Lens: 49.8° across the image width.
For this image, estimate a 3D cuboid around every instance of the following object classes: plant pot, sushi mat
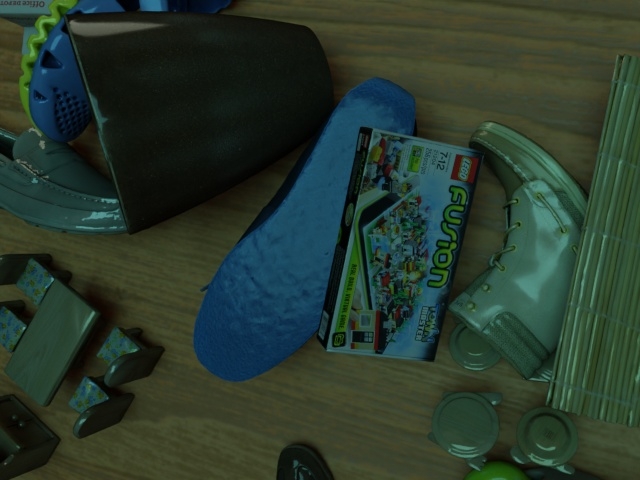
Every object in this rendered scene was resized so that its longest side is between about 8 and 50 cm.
[{"bbox_3d":[-0.111,-0.139,0.700,0.230,0.215,0.215,-17,83,-16],"label":"plant pot"},{"bbox_3d":[0.293,0.005,0.606,0.151,0.019,0.316,14,87,-17],"label":"sushi mat"}]

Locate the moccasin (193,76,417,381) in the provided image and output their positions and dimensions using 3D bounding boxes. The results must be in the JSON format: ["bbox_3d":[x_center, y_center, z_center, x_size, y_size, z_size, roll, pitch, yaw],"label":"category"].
[{"bbox_3d":[0.000,0.000,0.718,0.138,0.117,0.342,38,97,3],"label":"moccasin"}]

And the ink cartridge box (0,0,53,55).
[{"bbox_3d":[-0.347,-0.327,0.863,0.104,0.061,0.181,7,92,19],"label":"ink cartridge box"}]

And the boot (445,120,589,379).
[{"bbox_3d":[0.179,0.006,0.658,0.165,0.077,0.213,-42,81,2],"label":"boot"}]

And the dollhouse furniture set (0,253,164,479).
[{"bbox_3d":[-0.355,0.163,0.809,0.212,0.161,0.242,35,101,16],"label":"dollhouse furniture set"}]

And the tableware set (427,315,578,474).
[{"bbox_3d":[0.186,0.143,0.667,0.141,0.020,0.168,9,66,19],"label":"tableware set"}]

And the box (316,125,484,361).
[{"bbox_3d":[0.073,0.006,0.644,0.114,0.036,0.207,8,100,-17],"label":"box"}]

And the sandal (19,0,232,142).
[{"bbox_3d":[-0.213,-0.239,0.778,0.138,0.126,0.317,37,96,9],"label":"sandal"}]

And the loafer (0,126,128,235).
[{"bbox_3d":[-0.336,-0.081,0.832,0.319,0.112,0.111,15,103,19],"label":"loafer"}]

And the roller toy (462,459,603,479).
[{"bbox_3d":[0.218,0.316,0.618,0.209,0.146,0.191,8,92,19],"label":"roller toy"}]

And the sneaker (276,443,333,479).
[{"bbox_3d":[-0.016,0.318,0.738,0.066,0.071,0.188,-13,86,19],"label":"sneaker"}]
